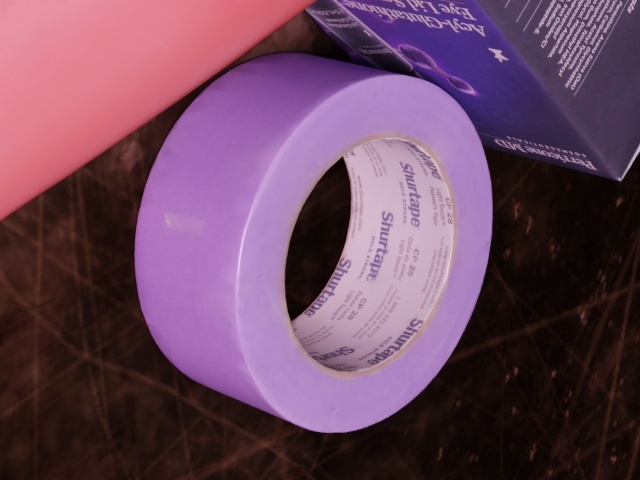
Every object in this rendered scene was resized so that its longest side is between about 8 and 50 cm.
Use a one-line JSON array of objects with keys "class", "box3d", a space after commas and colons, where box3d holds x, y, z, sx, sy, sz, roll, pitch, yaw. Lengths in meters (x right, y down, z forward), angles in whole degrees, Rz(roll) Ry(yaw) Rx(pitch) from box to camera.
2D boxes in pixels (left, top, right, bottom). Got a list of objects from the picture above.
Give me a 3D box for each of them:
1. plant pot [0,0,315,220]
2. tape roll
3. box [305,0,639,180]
[{"class": "plant pot", "box3d": [-0.118, -0.150, 0.656, 0.243, 0.275, 0.275, -47, 132, -11]}, {"class": "tape roll", "box3d": [0.000, 0.000, 0.936, 0.189, 0.080, 0.189, -16, 114, -41]}, {"class": "box", "box3d": [0.079, -0.138, 0.918, 0.207, 0.153, 0.108, 43, 72, -44]}]
